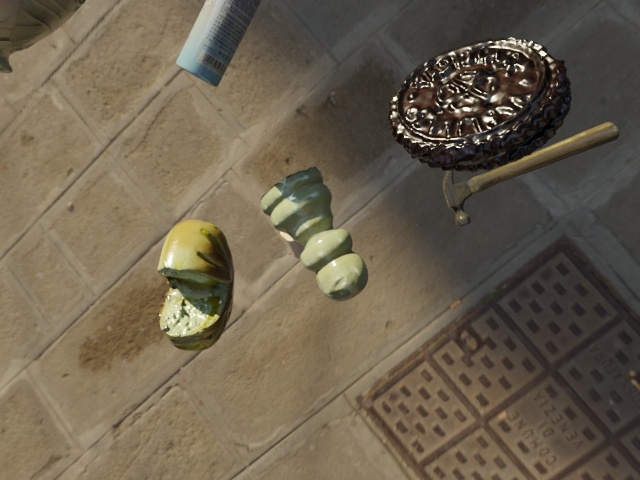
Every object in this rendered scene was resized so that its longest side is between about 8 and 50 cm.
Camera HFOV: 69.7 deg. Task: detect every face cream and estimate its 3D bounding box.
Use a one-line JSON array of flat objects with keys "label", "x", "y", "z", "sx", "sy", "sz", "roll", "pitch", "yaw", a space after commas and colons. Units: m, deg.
[{"label": "face cream", "x": -0.143, "y": -0.361, "z": 0.722, "sx": 0.075, "sy": 0.075, "sz": 0.230, "roll": 33, "pitch": 99, "yaw": 9}]

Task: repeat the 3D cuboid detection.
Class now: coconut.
[{"label": "coconut", "x": -0.047, "y": -0.023, "z": 1.222, "sx": 0.116, "sy": 0.116, "sz": 0.122, "roll": -14, "pitch": 133, "yaw": 12}]

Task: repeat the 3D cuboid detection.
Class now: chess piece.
[{"label": "chess piece", "x": 0.000, "y": 0.000, "z": 0.858, "sx": 0.133, "sy": 0.133, "sz": 0.243, "roll": -33, "pitch": 81, "yaw": 11}]

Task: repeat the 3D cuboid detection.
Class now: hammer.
[{"label": "hammer", "x": 0.513, "y": -0.186, "z": 1.131, "sx": 0.439, "sy": 0.044, "sz": 0.169, "roll": -21, "pitch": 92, "yaw": 2}]

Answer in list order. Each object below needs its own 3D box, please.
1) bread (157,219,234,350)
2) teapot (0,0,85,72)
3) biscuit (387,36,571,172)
[{"label": "bread", "x": -0.304, "y": 0.111, "z": 1.186, "sx": 0.159, "sy": 0.333, "sz": 0.334, "roll": 0, "pitch": 92, "yaw": 0}, {"label": "teapot", "x": -0.319, "y": -0.258, "z": 0.386, "sx": 0.163, "sy": 0.222, "sz": 0.178, "roll": 18, "pitch": 68, "yaw": 17}, {"label": "biscuit", "x": 0.170, "y": -0.153, "z": 0.508, "sx": 0.194, "sy": 0.053, "sz": 0.195, "roll": -15, "pitch": 51, "yaw": 19}]
